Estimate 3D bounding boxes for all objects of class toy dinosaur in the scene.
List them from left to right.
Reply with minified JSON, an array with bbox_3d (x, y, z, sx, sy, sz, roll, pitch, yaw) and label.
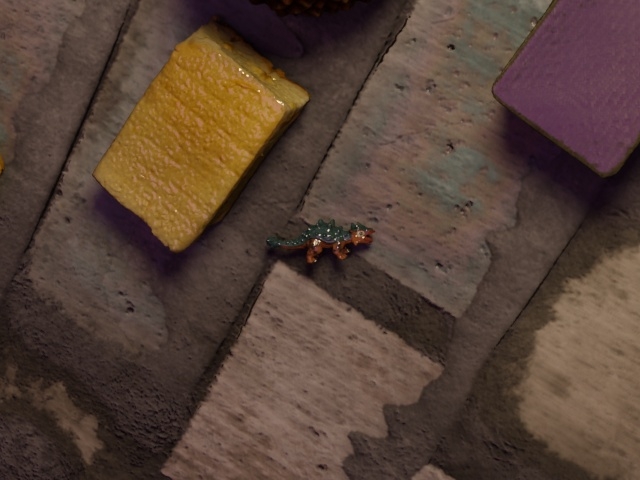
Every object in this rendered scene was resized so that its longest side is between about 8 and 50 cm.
[{"bbox_3d":[0.000,0.000,1.706,0.154,0.049,0.055,-4,108,13],"label":"toy dinosaur"}]

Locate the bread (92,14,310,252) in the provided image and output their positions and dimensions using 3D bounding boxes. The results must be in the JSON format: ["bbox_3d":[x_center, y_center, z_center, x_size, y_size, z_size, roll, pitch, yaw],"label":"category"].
[{"bbox_3d":[-0.163,-0.138,1.686,0.184,0.114,0.275,41,113,6],"label":"bread"}]

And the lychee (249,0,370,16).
[{"bbox_3d":[-0.024,-0.410,1.454,0.330,0.306,0.306,27,117,-29],"label":"lychee"}]

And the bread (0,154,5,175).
[{"bbox_3d":[-0.572,-0.090,1.824,0.198,0.120,0.236,37,113,3],"label":"bread"}]

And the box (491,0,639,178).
[{"bbox_3d":[0.346,-0.237,1.475,0.184,0.143,0.273,35,112,5],"label":"box"}]
